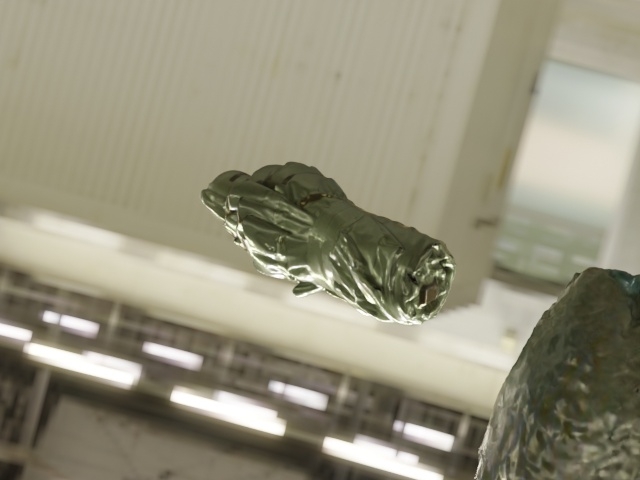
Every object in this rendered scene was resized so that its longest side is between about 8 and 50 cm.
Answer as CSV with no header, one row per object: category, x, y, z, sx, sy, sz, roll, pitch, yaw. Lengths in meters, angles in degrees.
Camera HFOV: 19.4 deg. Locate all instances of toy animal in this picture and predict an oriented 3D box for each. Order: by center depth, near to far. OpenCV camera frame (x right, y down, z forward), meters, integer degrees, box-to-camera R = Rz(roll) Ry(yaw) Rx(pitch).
toy animal,0.107,0.034,0.620,0.070,0.253,0.079,4,-147,-28

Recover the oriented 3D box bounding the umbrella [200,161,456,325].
umbrella,0.000,0.000,0.900,0.143,0.062,0.067,26,-171,33
